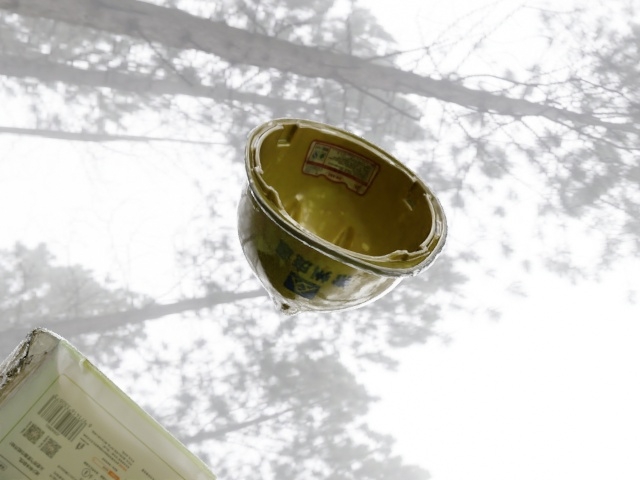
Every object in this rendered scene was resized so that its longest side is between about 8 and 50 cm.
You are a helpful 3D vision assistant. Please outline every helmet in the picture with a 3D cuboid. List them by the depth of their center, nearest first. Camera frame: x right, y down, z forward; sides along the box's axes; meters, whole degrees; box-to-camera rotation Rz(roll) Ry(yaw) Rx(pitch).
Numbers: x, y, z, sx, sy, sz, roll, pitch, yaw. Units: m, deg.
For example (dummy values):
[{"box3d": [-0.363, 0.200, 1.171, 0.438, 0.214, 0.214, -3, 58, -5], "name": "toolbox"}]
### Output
[{"box3d": [0.000, 0.000, 0.916, 0.205, 0.257, 0.140, 26, -60, -5], "name": "helmet"}]

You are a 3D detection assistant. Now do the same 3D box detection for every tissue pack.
[{"box3d": [-0.248, 0.222, 0.993, 0.159, 0.234, 0.125, -51, -156, -19], "name": "tissue pack"}]
